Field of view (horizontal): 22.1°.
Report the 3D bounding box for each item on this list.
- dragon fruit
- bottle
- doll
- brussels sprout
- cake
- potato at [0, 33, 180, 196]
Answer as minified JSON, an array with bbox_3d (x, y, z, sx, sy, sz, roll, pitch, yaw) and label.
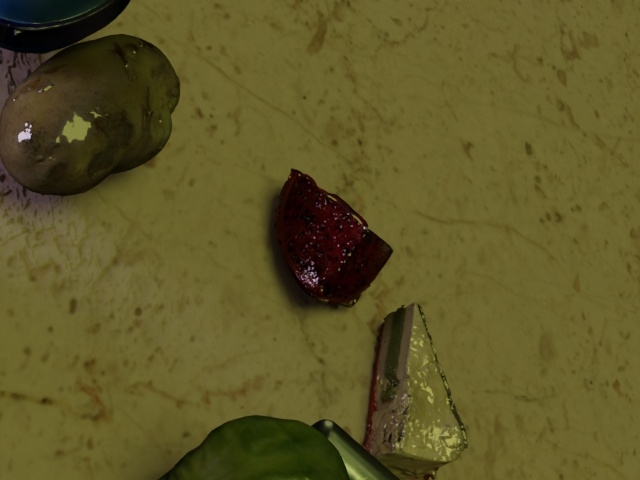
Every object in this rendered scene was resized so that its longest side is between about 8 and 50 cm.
[{"bbox_3d":[0.001,0.001,2.111,0.127,0.120,0.161,-46,68,-3],"label":"dragon fruit"},{"bbox_3d":[0.073,0.319,1.991,0.254,0.079,0.096,42,10,-10],"label":"bottle"},{"bbox_3d":[-0.354,-0.351,1.901,0.284,0.240,0.310,-29,71,-29],"label":"doll"},{"bbox_3d":[-0.094,0.318,1.775,0.271,0.219,0.210,-19,61,-22],"label":"brussels sprout"},{"bbox_3d":[0.129,0.201,2.085,0.117,0.086,0.220,26,53,-23],"label":"cake"},{"bbox_3d":[-0.274,-0.148,1.924,0.262,0.165,0.165,-33,88,-47],"label":"potato"}]
